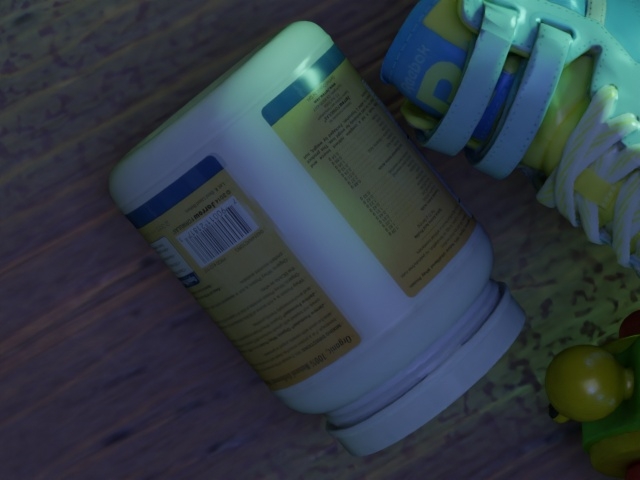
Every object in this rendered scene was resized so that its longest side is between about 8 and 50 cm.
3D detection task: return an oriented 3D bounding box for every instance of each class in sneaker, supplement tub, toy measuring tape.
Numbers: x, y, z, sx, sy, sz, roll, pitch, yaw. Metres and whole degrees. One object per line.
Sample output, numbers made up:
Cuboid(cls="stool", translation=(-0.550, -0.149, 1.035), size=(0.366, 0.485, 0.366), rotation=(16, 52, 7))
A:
Cuboid(cls="sneaker", translation=(0.138, -0.032, 0.937), size=(0.208, 0.319, 0.127), rotation=(9, 130, -22))
Cuboid(cls="supplement tub", translation=(0.000, 0.000, 0.993), size=(0.144, 0.144, 0.199), rotation=(-39, 97, -5))
Cuboid(cls="toy measuring tape", translation=(0.253, 0.106, 1.070), size=(0.330, 0.121, 0.121), rotation=(12, 91, -30))
